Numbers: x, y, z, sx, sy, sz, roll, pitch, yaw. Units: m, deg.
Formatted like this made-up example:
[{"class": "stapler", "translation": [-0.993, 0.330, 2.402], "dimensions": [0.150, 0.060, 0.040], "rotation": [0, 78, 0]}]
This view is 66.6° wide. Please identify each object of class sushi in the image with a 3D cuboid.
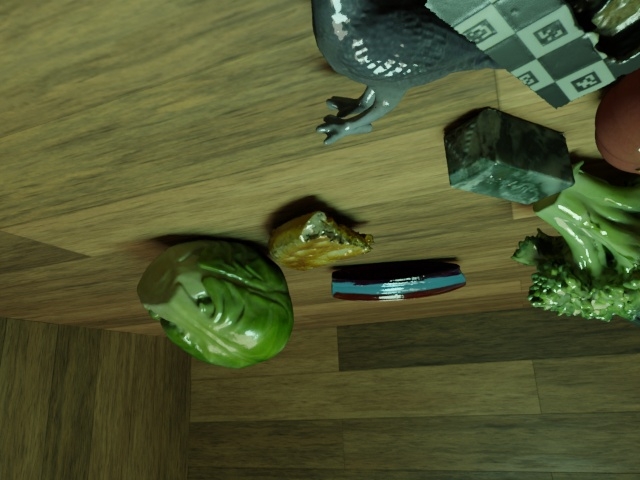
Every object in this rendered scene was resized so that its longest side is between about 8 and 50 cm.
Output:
[{"class": "sushi", "translation": [0.227, -0.216, 0.402], "dimensions": [0.215, 0.050, 0.192], "rotation": [19, 151, -35]}]

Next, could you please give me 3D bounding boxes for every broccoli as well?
[{"class": "broccoli", "translation": [0.518, -0.002, 0.840], "dimensions": [0.318, 0.277, 0.338], "rotation": [14, 158, 15]}]

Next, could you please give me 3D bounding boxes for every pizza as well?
[{"class": "pizza", "translation": [0.000, 0.000, 1.049], "dimensions": [0.226, 0.086, 0.335], "rotation": [-4, 165, -10]}]

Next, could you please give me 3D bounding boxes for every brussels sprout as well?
[{"class": "brussels sprout", "translation": [-0.238, 0.143, 1.148], "dimensions": [0.281, 0.289, 0.355], "rotation": [-32, 137, 32]}]

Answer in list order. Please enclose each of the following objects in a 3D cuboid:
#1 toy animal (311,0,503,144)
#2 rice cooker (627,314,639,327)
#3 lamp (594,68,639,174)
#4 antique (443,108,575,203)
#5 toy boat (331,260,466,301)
[{"class": "toy animal", "translation": [0.075, -0.176, 0.478], "dimensions": [0.367, 0.081, 0.206], "rotation": [10, 145, -32]}, {"class": "rice cooker", "translation": [0.740, 0.054, 1.000], "dimensions": [0.317, 0.316, 0.264], "rotation": [12, -179, -39]}, {"class": "lamp", "translation": [0.424, -0.139, 0.571], "dimensions": [0.182, 0.140, 0.182], "rotation": [-1, 159, 0]}, {"class": "antique", "translation": [0.267, -0.118, 0.704], "dimensions": [0.183, 0.086, 0.088], "rotation": [7, 160, -29]}, {"class": "toy boat", "translation": [0.225, 0.112, 1.415], "dimensions": [0.392, 0.136, 0.079], "rotation": [-4, 131, 6]}]
